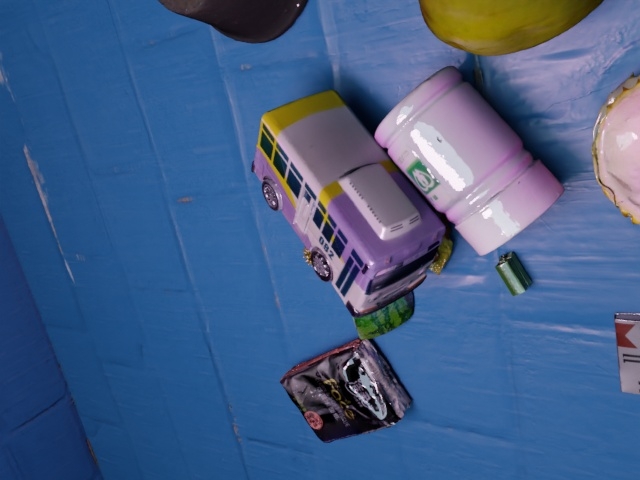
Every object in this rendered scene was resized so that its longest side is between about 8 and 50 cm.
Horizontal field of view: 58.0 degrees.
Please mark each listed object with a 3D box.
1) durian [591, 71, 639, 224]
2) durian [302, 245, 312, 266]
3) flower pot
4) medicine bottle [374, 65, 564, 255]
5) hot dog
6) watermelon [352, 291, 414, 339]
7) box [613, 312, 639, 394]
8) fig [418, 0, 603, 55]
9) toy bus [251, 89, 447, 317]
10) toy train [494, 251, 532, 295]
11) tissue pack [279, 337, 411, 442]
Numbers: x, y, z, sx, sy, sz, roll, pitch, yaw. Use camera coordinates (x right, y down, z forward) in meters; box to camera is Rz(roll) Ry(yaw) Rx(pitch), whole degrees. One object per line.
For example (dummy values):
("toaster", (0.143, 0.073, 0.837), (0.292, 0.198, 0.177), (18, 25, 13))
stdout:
("durian", (0.560, -0.166, 0.990), (0.196, 0.186, 0.304), (16, 117, 49))
("durian", (0.000, 0.000, 1.461), (0.208, 0.103, 0.146), (18, 98, 58))
("flower pot", (-0.238, -0.610, 1.251), (0.380, 0.251, 0.379), (16, 121, 28))
("medicine bottle", (0.285, -0.155, 1.132), (0.325, 0.212, 0.212), (49, 129, 5))
("hot dog", (0.222, -0.035, 1.306), (0.123, 0.093, 0.261), (-21, 98, 38))
("watermelon", (0.152, 0.124, 1.432), (0.146, 0.128, 0.230), (-6, 106, 17))
("box", (0.665, 0.234, 1.171), (0.115, 0.036, 0.177), (-3, 110, 35))
("fig", (0.309, -0.462, 0.905), (0.344, 0.343, 0.343), (14, 119, 28))
("toy bus", (0.055, -0.086, 1.221), (0.439, 0.209, 0.249), (56, 153, 20))
("toy train", (0.415, 0.074, 1.250), (0.038, 0.056, 0.093), (-31, 92, 41))
("tissue pack", (0.060, 0.423, 1.611), (0.332, 0.123, 0.245), (-32, 94, 39))
